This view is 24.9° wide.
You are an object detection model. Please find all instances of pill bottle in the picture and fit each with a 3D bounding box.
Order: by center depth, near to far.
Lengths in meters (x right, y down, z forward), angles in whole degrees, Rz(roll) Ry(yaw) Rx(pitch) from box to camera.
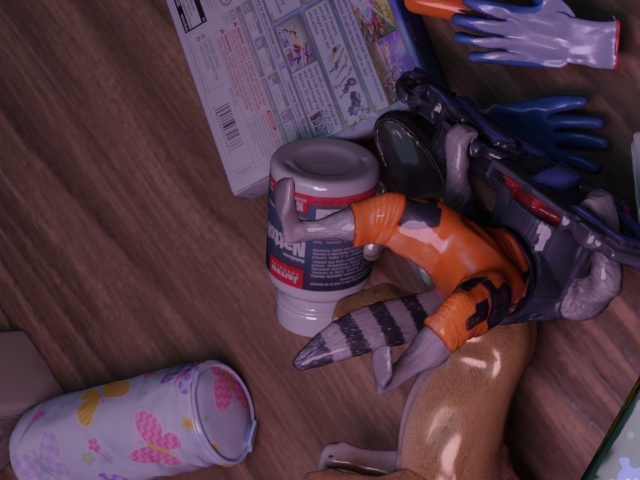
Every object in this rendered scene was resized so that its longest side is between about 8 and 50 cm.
[{"bbox_3d":[0.000,0.000,1.426,0.108,0.108,0.180,21,124,29],"label":"pill bottle"}]

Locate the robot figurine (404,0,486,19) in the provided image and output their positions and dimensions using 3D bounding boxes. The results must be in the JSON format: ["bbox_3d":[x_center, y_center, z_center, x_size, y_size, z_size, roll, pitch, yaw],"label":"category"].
[{"bbox_3d":[0.127,-0.300,1.352,0.219,0.128,0.158,8,60,12],"label":"robot figurine"}]

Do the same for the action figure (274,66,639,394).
[{"bbox_3d":[0.119,-0.004,1.246,0.341,0.330,0.178,48,136,44],"label":"action figure"}]

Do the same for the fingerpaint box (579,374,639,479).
[{"bbox_3d":[0.365,0.366,1.143,0.445,0.163,0.371,30,104,12],"label":"fingerpaint box"}]

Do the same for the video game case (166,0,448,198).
[{"bbox_3d":[-0.022,-0.214,1.489,0.244,0.061,0.269,-26,77,27],"label":"video game case"}]

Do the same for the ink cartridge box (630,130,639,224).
[{"bbox_3d":[0.357,-0.049,1.266,0.150,0.063,0.109,-7,86,31],"label":"ink cartridge box"}]

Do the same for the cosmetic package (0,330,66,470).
[{"bbox_3d":[-0.447,0.193,1.592,0.160,0.309,0.113,-45,69,21],"label":"cosmetic package"}]

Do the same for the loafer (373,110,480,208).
[{"bbox_3d":[0.104,-0.049,1.388,0.062,0.061,0.170,-37,90,28],"label":"loafer"}]

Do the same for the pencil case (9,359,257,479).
[{"bbox_3d":[-0.204,0.212,1.561,0.273,0.113,0.124,-19,114,29],"label":"pencil case"}]

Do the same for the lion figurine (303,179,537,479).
[{"bbox_3d":[0.123,0.156,1.323,0.240,0.142,0.392,11,101,12],"label":"lion figurine"}]

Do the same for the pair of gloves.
[{"bbox_3d":[0.193,-0.145,1.336,0.159,0.023,0.198,8,115,8],"label":"pair of gloves"}]
